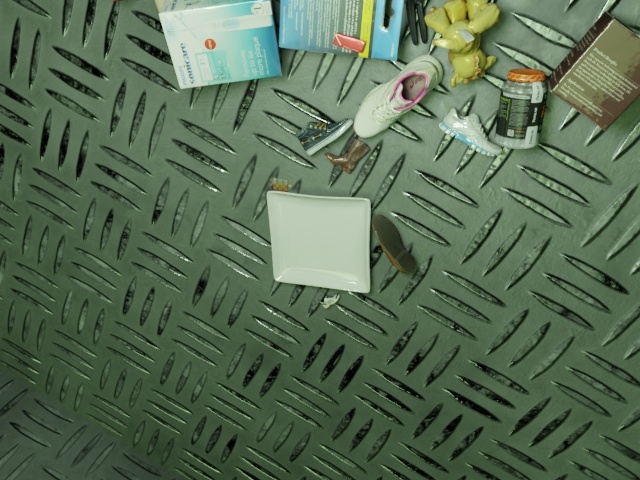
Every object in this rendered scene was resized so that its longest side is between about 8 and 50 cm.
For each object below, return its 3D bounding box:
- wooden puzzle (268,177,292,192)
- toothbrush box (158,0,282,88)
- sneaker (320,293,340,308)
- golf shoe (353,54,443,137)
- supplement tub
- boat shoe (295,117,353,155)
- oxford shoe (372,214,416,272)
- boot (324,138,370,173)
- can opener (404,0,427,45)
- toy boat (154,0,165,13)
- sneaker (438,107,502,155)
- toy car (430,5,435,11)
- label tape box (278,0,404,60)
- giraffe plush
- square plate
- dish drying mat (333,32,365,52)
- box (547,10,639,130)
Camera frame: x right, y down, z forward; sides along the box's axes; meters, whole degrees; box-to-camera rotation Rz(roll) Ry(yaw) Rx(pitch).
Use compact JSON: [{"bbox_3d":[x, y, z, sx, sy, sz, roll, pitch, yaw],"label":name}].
[{"bbox_3d":[-0.132,-0.180,1.864,0.083,0.006,0.049,9,119,15],"label":"wooden puzzle"},{"bbox_3d":[-0.267,-0.562,1.567,0.296,0.126,0.216,-6,131,1],"label":"toothbrush box"},{"bbox_3d":[0.032,0.208,1.992,0.037,0.032,0.083,46,121,-8],"label":"sneaker"},{"bbox_3d":[0.196,-0.387,1.566,0.115,0.140,0.306,45,123,-8],"label":"golf shoe"},{"bbox_3d":[0.526,-0.345,1.483,0.117,0.117,0.190,8,119,16],"label":"supplement tub"},{"bbox_3d":[0.007,-0.332,1.701,0.183,0.065,0.083,-30,105,30],"label":"boat shoe"},{"bbox_3d":[0.219,0.016,1.810,0.212,0.076,0.076,60,159,-4],"label":"oxford shoe"},{"bbox_3d":[0.082,-0.273,1.723,0.106,0.037,0.114,30,126,-13],"label":"boot"},{"bbox_3d":[0.248,-0.605,1.483,0.059,0.073,0.186,0,125,11],"label":"can opener"},{"bbox_3d":[-0.447,-0.728,1.628,0.318,0.148,0.267,4,122,9],"label":"toy boat"},{"bbox_3d":[0.427,-0.303,1.570,0.191,0.071,0.083,30,116,2],"label":"sneaker"},{"bbox_3d":[0.315,-0.639,1.450,0.060,0.040,0.122,9,118,15],"label":"toy car"},{"bbox_3d":[0.063,-0.625,1.507,0.334,0.106,0.240,12,120,12],"label":"label tape box"},{"bbox_3d":[0.374,-0.497,1.446,0.181,0.210,0.170,-9,142,20],"label":"giraffe plush"},{"bbox_3d":[0.000,0.000,1.886,0.347,0.049,0.344,6,118,16],"label":"square plate"},{"bbox_3d":[0.075,-0.520,1.491,0.083,0.008,0.032,20,121,8],"label":"dish drying mat"},{"bbox_3d":[0.685,-0.409,1.364,0.168,0.167,0.203,36,122,-1],"label":"box"}]
